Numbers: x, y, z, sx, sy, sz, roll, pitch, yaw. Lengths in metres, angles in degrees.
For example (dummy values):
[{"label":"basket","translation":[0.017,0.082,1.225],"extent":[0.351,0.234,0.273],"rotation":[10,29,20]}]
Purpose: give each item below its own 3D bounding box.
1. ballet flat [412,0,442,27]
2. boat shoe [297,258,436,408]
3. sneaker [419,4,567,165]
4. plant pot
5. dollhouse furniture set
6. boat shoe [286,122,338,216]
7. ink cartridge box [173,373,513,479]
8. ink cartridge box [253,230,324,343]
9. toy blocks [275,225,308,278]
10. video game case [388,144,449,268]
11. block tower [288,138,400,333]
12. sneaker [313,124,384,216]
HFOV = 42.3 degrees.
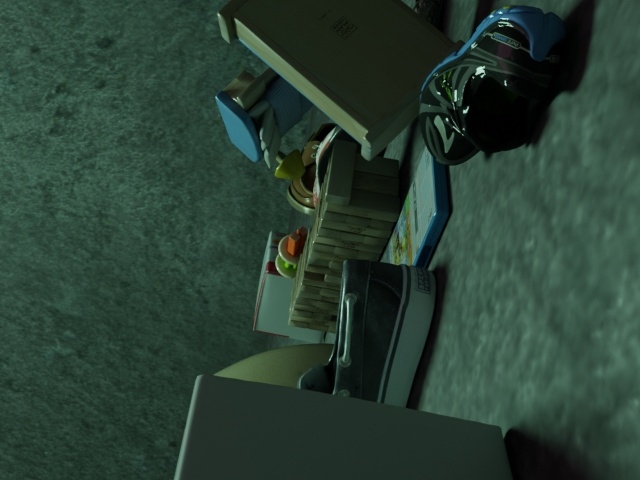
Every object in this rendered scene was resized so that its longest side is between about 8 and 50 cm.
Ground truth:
[{"label":"ballet flat","translation":[0.116,-0.235,0.943],"extent":[0.041,0.041,0.114],"rotation":[112,167,-64]},{"label":"boat shoe","translation":[0.025,0.158,0.800],"extent":[0.108,0.102,0.301],"rotation":[-93,15,-66]},{"label":"sneaker","translation":[0.112,-0.095,0.591],"extent":[0.188,0.067,0.078],"rotation":[128,158,-72]},{"label":"plant pot","translation":[-0.074,0.270,1.140],"extent":[0.284,0.191,0.284],"rotation":[-170,90,-84]},{"label":"dollhouse furniture set","translation":[0.052,-0.191,0.926],"extent":[0.286,0.198,0.303],"rotation":[-46,-10,-11]},{"label":"boat shoe","translation":[0.001,-0.138,1.533],"extent":[0.307,0.111,0.104],"rotation":[-93,13,-65]},{"label":"ink cartridge box","translation":[-0.002,0.243,0.438],"extent":[0.270,0.197,0.198],"rotation":[-88,11,-59]},{"label":"ink cartridge box","translation":[-0.046,0.081,1.509],"extent":[0.176,0.128,0.127],"rotation":[-94,15,-66]},{"label":"toy blocks","translation":[0.000,0.000,1.243],"extent":[0.148,0.123,0.054],"rotation":[110,152,-59]},{"label":"video game case","translation":[0.097,-0.008,0.843],"extent":[0.119,0.015,0.166],"rotation":[-86,9,-46]},{"label":"block tower","translation":[0.026,0.013,1.120],"extent":[0.335,0.097,0.091],"rotation":[105,173,-54]},{"label":"sneaker","translation":[0.038,-0.141,1.279],"extent":[0.270,0.090,0.145],"rotation":[104,171,-55]}]
